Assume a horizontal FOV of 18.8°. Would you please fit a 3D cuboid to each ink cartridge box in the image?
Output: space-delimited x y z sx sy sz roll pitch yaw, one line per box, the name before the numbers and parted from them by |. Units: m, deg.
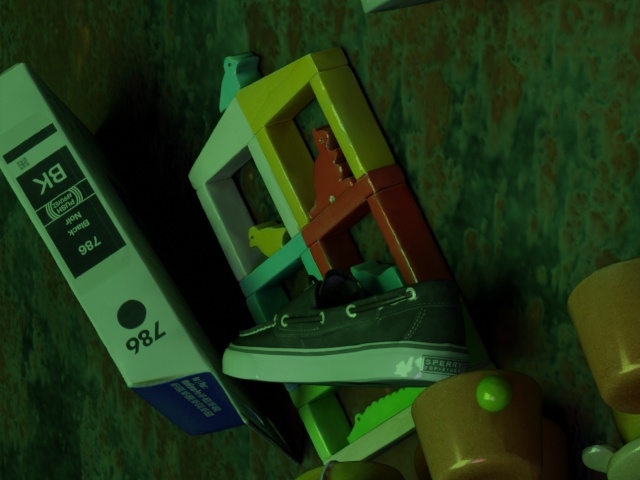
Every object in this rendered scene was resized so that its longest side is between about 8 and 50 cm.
ink cartridge box | -0.140 0.034 1.428 0.333 0.065 0.165 55 180 22

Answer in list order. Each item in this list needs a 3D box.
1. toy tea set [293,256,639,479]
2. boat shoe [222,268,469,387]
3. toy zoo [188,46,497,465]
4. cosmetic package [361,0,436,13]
toy tea set | 0.124 0.091 1.094 0.336 0.200 0.124 -37 48 39
boat shoe | 0.013 0.056 1.248 0.228 0.080 0.076 -7 78 58
toy zoo | 0.000 0.000 1.327 0.192 0.030 0.293 -39 73 52
cosmetic package | 0.054 -0.263 1.093 0.127 0.107 0.238 -21 84 54
